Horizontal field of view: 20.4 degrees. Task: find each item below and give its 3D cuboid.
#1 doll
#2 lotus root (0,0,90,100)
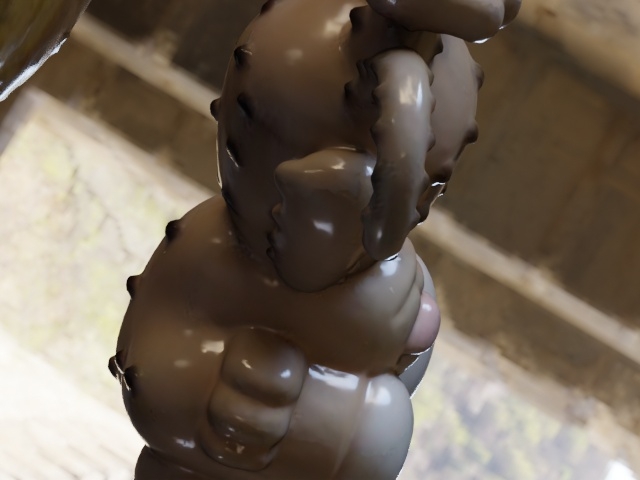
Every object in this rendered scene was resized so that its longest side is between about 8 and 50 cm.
[{"bbox_3d":[0.001,-0.002,0.615,0.278,0.119,0.154,114,-7,-50],"label":"doll"},{"bbox_3d":[-0.248,-0.129,0.777,0.316,0.316,0.250,110,5,-60],"label":"lotus root"}]
